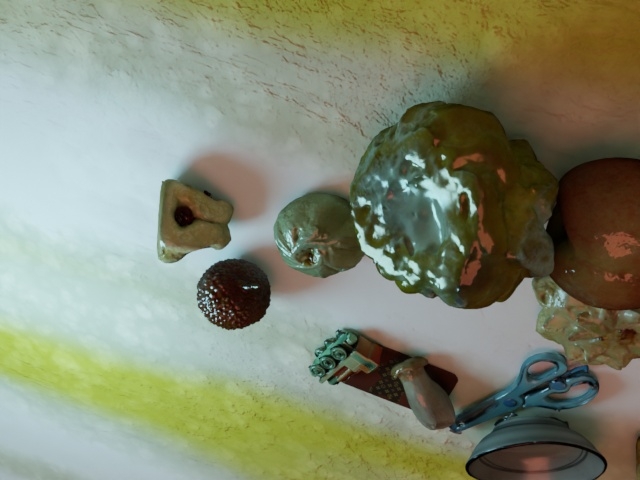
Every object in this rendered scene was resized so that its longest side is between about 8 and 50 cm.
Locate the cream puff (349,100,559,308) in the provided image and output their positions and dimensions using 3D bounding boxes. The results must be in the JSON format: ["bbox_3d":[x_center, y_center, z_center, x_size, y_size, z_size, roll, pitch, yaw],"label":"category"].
[{"bbox_3d":[0.243,-0.055,1.211,0.378,0.275,0.379,17,115,42],"label":"cream puff"}]

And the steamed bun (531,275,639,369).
[{"bbox_3d":[0.548,0.151,1.340,0.295,0.137,0.292,18,133,1],"label":"steamed bun"}]

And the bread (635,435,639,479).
[{"bbox_3d":[0.832,0.524,1.559,0.235,0.099,0.211,-5,125,22],"label":"bread"}]

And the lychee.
[{"bbox_3d":[-0.188,0.116,1.536,0.165,0.165,0.197,34,146,-9],"label":"lychee"}]

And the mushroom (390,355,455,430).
[{"bbox_3d":[0.241,0.358,1.630,0.212,0.088,0.097,54,156,-18],"label":"mushroom"}]

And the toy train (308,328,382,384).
[{"bbox_3d":[0.052,0.285,1.646,0.118,0.074,0.176,35,129,-9],"label":"toy train"}]

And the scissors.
[{"bbox_3d":[0.446,0.364,1.606,0.180,0.032,0.393,40,128,-16],"label":"scissors"}]

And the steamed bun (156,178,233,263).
[{"bbox_3d":[-0.261,-0.036,1.461,0.155,0.172,0.141,3,173,-15],"label":"steamed bun"}]

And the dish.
[{"bbox_3d":[0.488,0.479,1.615,0.316,0.106,0.316,3,143,2],"label":"dish"}]

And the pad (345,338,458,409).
[{"bbox_3d":[0.182,0.332,1.687,0.267,0.004,0.181,21,130,2],"label":"pad"}]

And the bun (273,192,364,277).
[{"bbox_3d":[0.000,0.000,1.413,0.195,0.118,0.195,7,126,10],"label":"bun"}]

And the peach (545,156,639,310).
[{"bbox_3d":[0.498,-0.013,1.161,0.252,0.252,0.252,9,129,11],"label":"peach"}]
